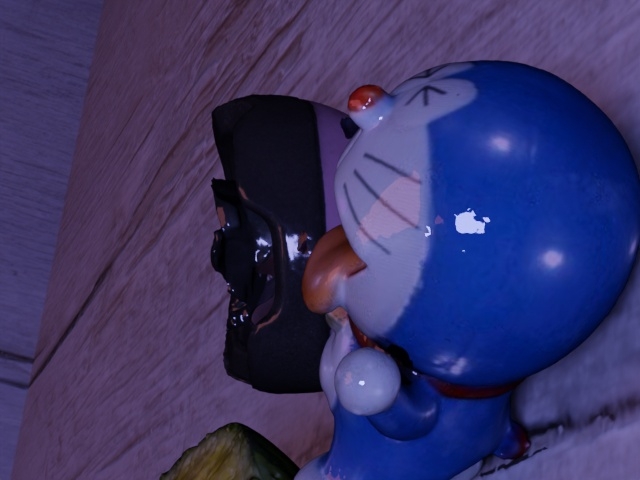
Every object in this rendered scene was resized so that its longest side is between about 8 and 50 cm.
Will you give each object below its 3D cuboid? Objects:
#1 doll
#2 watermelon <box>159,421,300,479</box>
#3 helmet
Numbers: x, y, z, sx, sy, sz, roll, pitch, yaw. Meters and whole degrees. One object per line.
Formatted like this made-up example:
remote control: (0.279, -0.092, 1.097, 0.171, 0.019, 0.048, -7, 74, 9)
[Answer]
doll: (0.061, 0.028, 0.743, 0.215, 0.161, 0.256, -53, -14, -62)
watermelon: (-0.063, 0.289, 0.854, 0.331, 0.189, 0.331, -50, 13, 16)
helmet: (0.000, 0.000, 0.961, 0.253, 0.154, 0.198, -70, -23, -84)
